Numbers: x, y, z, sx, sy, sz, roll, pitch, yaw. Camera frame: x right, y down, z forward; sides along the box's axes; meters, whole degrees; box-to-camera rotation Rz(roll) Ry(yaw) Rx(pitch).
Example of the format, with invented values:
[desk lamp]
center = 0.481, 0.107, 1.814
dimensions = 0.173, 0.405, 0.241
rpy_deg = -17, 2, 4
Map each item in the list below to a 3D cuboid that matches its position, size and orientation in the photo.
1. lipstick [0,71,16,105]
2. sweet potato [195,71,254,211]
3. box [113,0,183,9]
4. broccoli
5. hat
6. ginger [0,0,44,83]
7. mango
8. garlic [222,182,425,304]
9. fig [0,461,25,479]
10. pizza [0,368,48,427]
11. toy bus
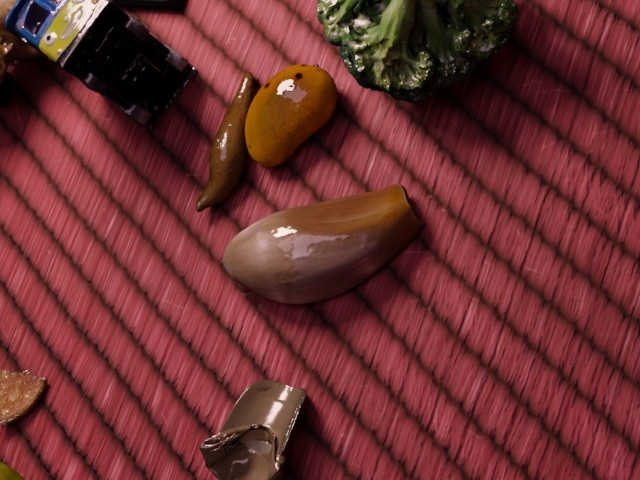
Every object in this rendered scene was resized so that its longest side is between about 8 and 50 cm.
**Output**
[lipstick]
center = -0.755, -0.279, 1.993
dimensions = 0.418, 0.077, 0.077
rpy_deg = 2, 76, 24
[sweet potato]
center = -0.142, -0.161, 1.715
dimensions = 0.059, 0.069, 0.250
rpy_deg = 17, 80, -11
[box]
center = -0.292, -0.521, 1.885
dimensions = 0.160, 0.050, 0.230
rpy_deg = 9, 79, 24
[broccoli]
center = 0.139, -0.336, 1.560
dimensions = 0.294, 0.245, 0.265
rpy_deg = 9, 58, 0
[hat]
center = -0.075, 0.293, 1.568
dimensions = 0.147, 0.085, 0.175
rpy_deg = 15, 59, 36
[ginger]
center = -0.566, -0.422, 1.882
dimensions = 0.256, 0.176, 0.375
rpy_deg = -24, 47, 14
[mango]
center = -0.053, -0.202, 1.680
dimensions = 0.178, 0.090, 0.115
rpy_deg = -43, 72, 15
[garlic]
center = 0.001, 0.009, 1.600
dimensions = 0.318, 0.112, 0.143
rpy_deg = -17, 67, 6
[fig]
center = -0.536, 0.416, 1.632
dimensions = 0.233, 0.233, 0.314
rpy_deg = -14, 66, 18
[pizza]
center = -0.492, 0.250, 1.768
dimensions = 0.099, 0.029, 0.100
rpy_deg = -18, 72, 8
[toy bus]
center = -0.346, -0.310, 1.717
dimensions = 0.175, 0.287, 0.138
rpy_deg = 38, 92, 25
